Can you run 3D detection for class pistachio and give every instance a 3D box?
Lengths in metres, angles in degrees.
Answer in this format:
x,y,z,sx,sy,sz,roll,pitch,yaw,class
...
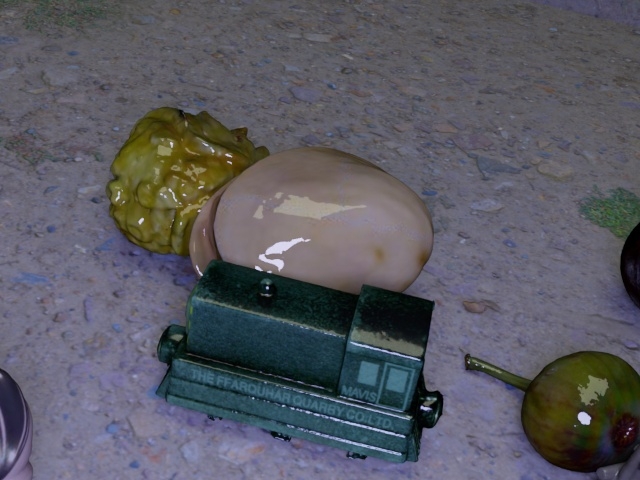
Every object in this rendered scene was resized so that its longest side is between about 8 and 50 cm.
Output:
x,y,z,sx,sy,sz,roll,pitch,yaw,class
0.000,0.000,1.204,0.321,0.229,0.238,-7,75,-29,pistachio

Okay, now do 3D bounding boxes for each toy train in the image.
x,y,z,sx,sy,sz,roll,pitch,yaw,class
-0.018,0.124,1.052,0.330,0.178,0.138,14,33,4,toy train

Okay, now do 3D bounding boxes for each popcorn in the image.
x,y,z,sx,sy,sz,roll,pitch,yaw,class
-0.174,-0.090,1.322,0.233,0.192,0.266,29,42,26,popcorn

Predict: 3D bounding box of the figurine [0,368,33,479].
x,y,z,sx,sy,sz,roll,pitch,yaw,class
-0.420,0.175,0.847,0.361,0.253,0.211,17,76,24,figurine

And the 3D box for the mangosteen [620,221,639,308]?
x,y,z,sx,sy,sz,roll,pitch,yaw,class
0.523,0.030,1.321,0.209,0.210,0.210,7,33,-5,mangosteen

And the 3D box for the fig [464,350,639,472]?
x,y,z,sx,sy,sz,roll,pitch,yaw,class
0.268,0.185,1.121,0.149,0.149,0.245,-12,16,-30,fig

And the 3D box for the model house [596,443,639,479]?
x,y,z,sx,sy,sz,roll,pitch,yaw,class
0.411,0.254,0.985,0.229,0.188,0.122,-3,50,-18,model house
